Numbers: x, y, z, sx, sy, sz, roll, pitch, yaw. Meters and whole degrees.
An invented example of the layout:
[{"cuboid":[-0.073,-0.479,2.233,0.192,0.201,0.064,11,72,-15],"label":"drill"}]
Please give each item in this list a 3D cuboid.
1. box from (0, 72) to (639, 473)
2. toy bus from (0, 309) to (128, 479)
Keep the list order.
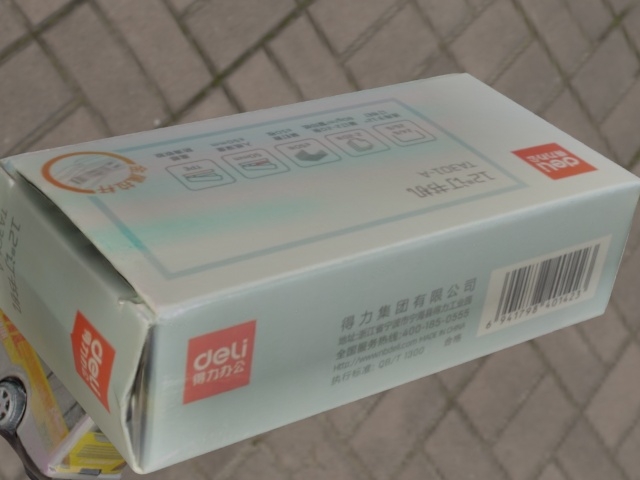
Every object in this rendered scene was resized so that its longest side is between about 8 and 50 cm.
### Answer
[{"cuboid":[0.000,0.000,0.594,0.269,0.135,0.079,-15,127,-35],"label":"box"},{"cuboid":[-0.144,0.046,0.695,0.057,0.072,0.172,18,30,-49],"label":"toy bus"}]
